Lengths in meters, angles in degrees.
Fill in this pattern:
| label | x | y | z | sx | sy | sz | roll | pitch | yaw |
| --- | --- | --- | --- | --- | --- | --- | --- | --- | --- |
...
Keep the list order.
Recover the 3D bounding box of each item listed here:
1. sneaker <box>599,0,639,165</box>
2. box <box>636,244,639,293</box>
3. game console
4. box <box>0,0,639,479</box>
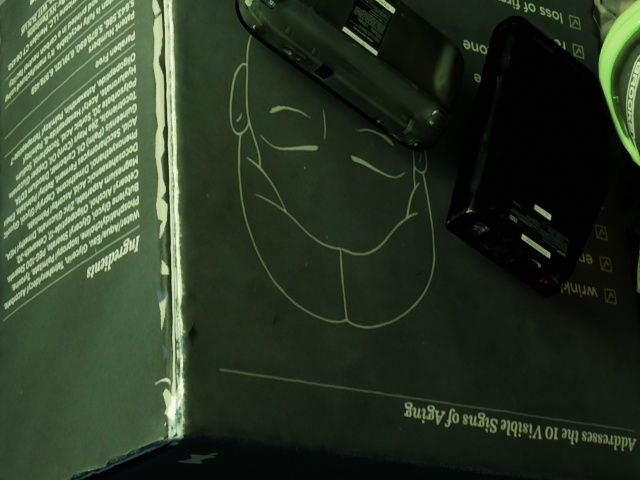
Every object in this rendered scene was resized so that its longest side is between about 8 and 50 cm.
| label | x | y | z | sx | sy | sz | roll | pitch | yaw |
| --- | --- | --- | --- | --- | --- | --- | --- | --- | --- |
| sneaker | 0.434 | -0.175 | 1.213 | 0.483 | 0.185 | 0.202 | -36 | 49 | 40 |
| box | 0.375 | 0.005 | 1.293 | 0.232 | 0.058 | 0.087 | -3 | 75 | 44 |
| game console | 0.092 | -0.125 | 1.242 | 0.044 | 0.361 | 0.213 | -29 | 34 | 46 |
| box | 0.000 | 0.000 | 1.333 | 0.297 | 0.479 | 0.472 | -31 | 55 | 47 |
